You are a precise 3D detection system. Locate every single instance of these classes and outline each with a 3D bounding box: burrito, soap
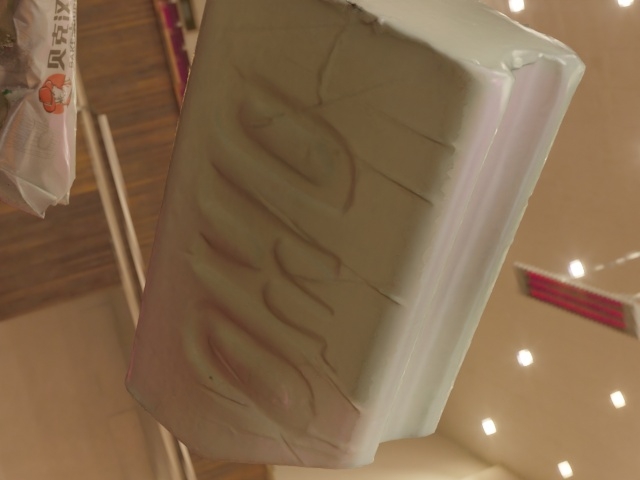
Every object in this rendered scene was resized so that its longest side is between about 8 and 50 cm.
[{"bbox_3d":[-0.185,-0.118,0.706,0.064,0.064,0.203,-154,-114,-64],"label":"burrito"},{"bbox_3d":[0.000,0.000,0.591,0.173,0.095,0.289,35,-55,28],"label":"soap"}]
